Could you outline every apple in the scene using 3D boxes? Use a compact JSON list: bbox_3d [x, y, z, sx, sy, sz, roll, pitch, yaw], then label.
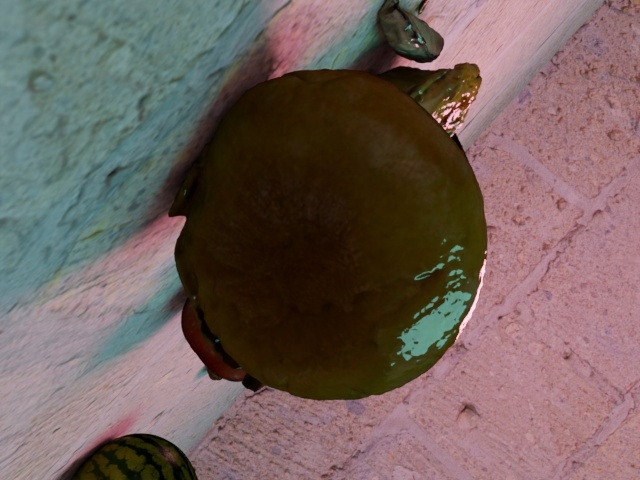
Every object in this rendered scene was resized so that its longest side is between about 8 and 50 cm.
[{"bbox_3d":[-0.128,0.130,1.076,0.168,0.181,0.181,-32,173,5],"label":"apple"}]

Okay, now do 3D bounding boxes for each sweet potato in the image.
[{"bbox_3d":[-0.280,0.353,1.803,0.053,0.054,0.182,-34,170,-21],"label":"sweet potato"}]

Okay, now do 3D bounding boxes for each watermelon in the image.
[{"bbox_3d":[-0.403,0.560,1.428,0.285,0.285,0.285,-46,171,-9],"label":"watermelon"}]

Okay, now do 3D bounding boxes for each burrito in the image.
[{"bbox_3d":[0.126,-0.274,0.899,0.229,0.063,0.058,-13,117,-72],"label":"burrito"}]

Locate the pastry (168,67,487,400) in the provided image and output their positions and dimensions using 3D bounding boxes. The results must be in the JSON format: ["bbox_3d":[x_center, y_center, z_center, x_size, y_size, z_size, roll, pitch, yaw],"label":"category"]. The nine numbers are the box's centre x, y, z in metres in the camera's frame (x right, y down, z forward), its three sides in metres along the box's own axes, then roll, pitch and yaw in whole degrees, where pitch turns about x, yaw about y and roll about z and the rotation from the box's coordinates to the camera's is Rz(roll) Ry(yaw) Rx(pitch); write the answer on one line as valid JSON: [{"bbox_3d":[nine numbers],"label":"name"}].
[{"bbox_3d":[0.000,0.000,0.690,0.356,0.356,0.164,-51,164,25],"label":"pastry"}]

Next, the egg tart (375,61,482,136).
[{"bbox_3d":[0.097,-0.150,1.019,0.352,0.150,0.352,-46,172,-8],"label":"egg tart"}]

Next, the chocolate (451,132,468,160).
[{"bbox_3d":[0.255,-0.194,1.474,0.177,0.206,0.224,-54,171,-33],"label":"chocolate"}]

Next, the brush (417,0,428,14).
[{"bbox_3d":[0.160,-0.338,0.904,0.083,0.021,0.019,-53,173,37],"label":"brush"}]
